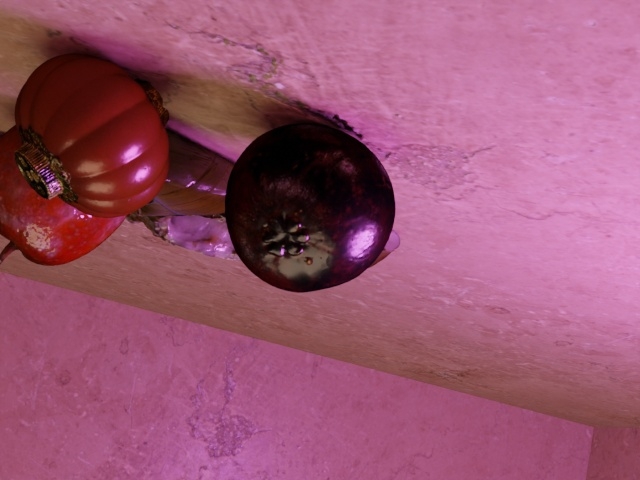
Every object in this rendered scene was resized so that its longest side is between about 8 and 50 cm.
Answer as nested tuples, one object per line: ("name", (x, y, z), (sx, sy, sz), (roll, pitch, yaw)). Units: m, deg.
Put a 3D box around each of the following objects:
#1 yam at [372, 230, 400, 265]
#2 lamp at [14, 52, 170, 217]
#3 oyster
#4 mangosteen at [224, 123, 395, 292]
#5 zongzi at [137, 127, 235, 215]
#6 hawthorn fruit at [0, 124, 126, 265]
("yam", (0.094, 0.026, 1.849), (0.046, 0.046, 0.264), (15, 165, -9))
("lamp", (-0.292, -0.134, 1.256), (0.223, 0.197, 0.223), (39, 151, 26))
("oyster", (-0.156, -0.043, 1.677), (0.396, 0.110, 0.204), (8, 162, -1))
("mangosteen", (-0.005, -0.053, 1.339), (0.236, 0.235, 0.261), (9, -155, 15))
("zongzi", (-0.178, -0.099, 1.475), (0.256, 0.114, 0.228), (6, 164, 2))
("hawthorn fruit", (-0.418, -0.071, 1.545), (0.232, 0.262, 0.235), (5, 146, -6))
